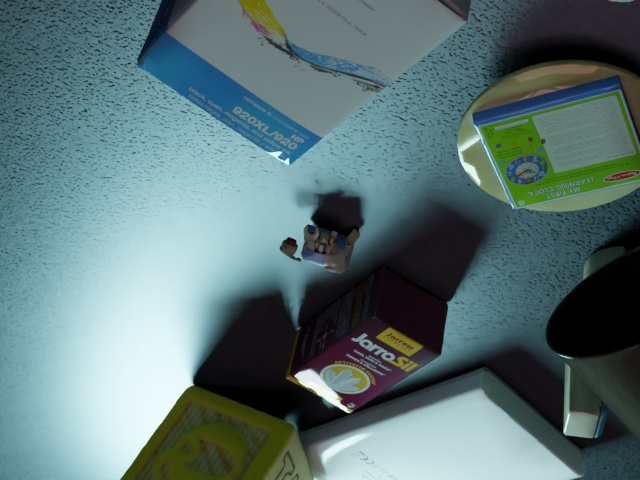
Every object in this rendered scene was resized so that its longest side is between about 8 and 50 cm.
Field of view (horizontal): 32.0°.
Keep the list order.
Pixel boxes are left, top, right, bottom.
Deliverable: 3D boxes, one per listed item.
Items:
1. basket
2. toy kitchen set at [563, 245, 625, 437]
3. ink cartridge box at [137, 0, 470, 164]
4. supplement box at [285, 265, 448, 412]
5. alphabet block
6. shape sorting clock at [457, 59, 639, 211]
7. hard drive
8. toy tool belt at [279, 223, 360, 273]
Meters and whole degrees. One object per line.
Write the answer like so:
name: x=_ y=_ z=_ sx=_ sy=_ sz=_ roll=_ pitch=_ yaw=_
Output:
basket: x=0.370 y=0.134 z=1.126 sx=0.204 sy=0.154 sz=0.227 roll=-32 pitch=113 yaw=10
toy kitchen set: x=0.368 y=0.123 z=1.248 sx=0.166 sy=0.122 sz=0.207 roll=6 pitch=139 yaw=8
ink cartridge box: x=-0.006 y=-0.216 z=0.922 sx=0.168 sy=0.171 sz=0.232 roll=33 pitch=136 yaw=-22
supplement box: x=0.055 y=0.125 z=1.365 sx=0.104 sy=0.081 sz=0.188 roll=31 pitch=136 yaw=-19
alphabet block: x=-0.136 y=0.354 z=1.560 sx=0.192 sy=0.193 sz=0.197 roll=16 pitch=143 yaw=26
shape sorting clock: x=0.238 y=-0.099 z=1.091 sx=0.206 sy=0.040 sz=0.206 roll=5 pitch=138 yaw=4
hard drive: x=0.155 y=0.301 z=1.567 sx=0.353 sy=0.047 sz=0.233 roll=-26 pitch=126 yaw=37
toy tool belt: x=0.000 y=0.000 z=1.270 sx=0.083 sy=0.052 sz=0.051 roll=17 pitch=108 yaw=-10
